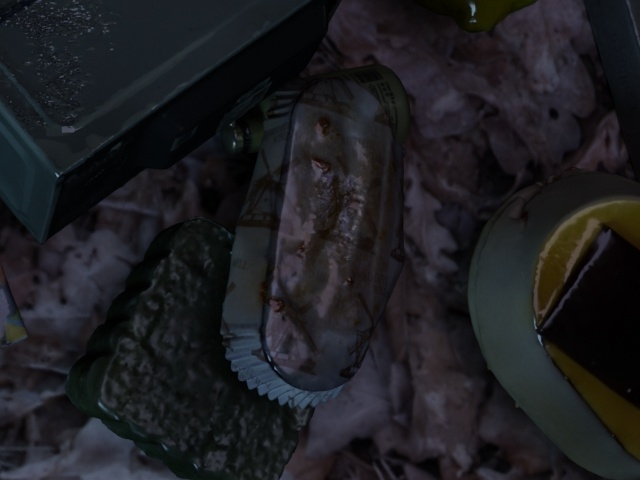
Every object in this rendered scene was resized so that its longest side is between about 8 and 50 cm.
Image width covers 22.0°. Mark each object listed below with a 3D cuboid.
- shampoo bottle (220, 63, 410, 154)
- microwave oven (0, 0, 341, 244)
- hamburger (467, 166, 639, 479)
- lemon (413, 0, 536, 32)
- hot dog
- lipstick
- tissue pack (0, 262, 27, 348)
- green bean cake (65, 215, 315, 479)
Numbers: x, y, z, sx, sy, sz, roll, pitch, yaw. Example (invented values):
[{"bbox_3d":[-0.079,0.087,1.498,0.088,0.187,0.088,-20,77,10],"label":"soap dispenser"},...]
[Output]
[{"bbox_3d":[-0.008,-0.100,1.398,0.162,0.079,0.079,-14,92,-25],"label":"shampoo bottle"},{"bbox_3d":[-0.158,-0.174,1.263,0.295,0.181,0.237,-38,85,-22],"label":"microwave oven"},{"bbox_3d":[0.263,0.078,1.478,0.227,0.151,0.295,-43,108,-16],"label":"hamburger"},{"bbox_3d":[0.135,-0.299,1.425,0.184,0.184,0.248,-3,79,-25],"label":"lemon"},{"bbox_3d":[0.000,0.000,1.311,0.144,0.075,0.268,18,74,-25],"label":"hot dog"},{"bbox_3d":[0.314,-0.162,1.561,0.068,0.066,0.317,-18,94,-25],"label":"lipstick"},{"bbox_3d":[-0.303,0.025,1.261,0.108,0.060,0.148,-20,93,-26],"label":"tissue pack"},{"bbox_3d":[-0.089,0.097,1.338,0.183,0.094,0.185,35,72,-18],"label":"green bean cake"}]
